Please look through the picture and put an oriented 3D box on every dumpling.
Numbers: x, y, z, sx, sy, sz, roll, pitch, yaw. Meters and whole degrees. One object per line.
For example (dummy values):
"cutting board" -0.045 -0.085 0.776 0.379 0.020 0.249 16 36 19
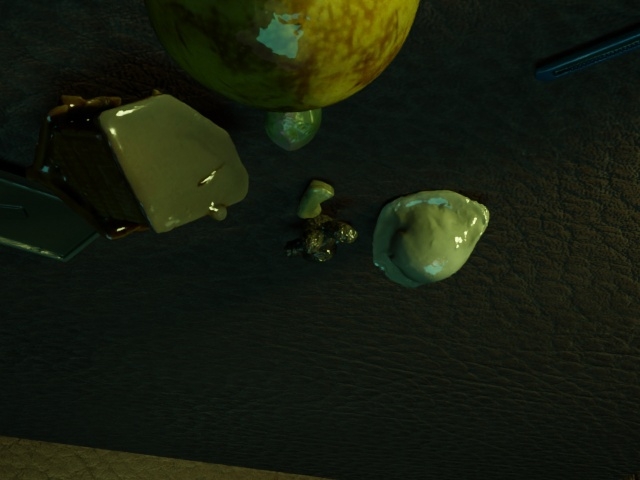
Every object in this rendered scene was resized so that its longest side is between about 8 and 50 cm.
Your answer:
"dumpling" 0.166 -0.011 1.567 0.155 0.181 0.111 40 180 -10

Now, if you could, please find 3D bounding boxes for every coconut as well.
"coconut" -0.036 -0.164 1.298 0.083 0.081 0.082 -52 138 -1

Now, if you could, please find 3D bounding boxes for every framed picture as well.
"framed picture" -0.507 -0.050 1.554 0.324 0.020 0.240 19 151 -29

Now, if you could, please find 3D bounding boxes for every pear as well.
"pear" -0.041 -0.255 0.925 0.281 0.280 0.280 0 152 0

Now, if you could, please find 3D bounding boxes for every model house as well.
"model house" -0.256 -0.110 1.331 0.229 0.199 0.219 9 121 40

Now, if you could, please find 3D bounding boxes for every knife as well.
"knife" 0.400 -0.248 1.192 0.297 0.026 0.044 -19 158 30

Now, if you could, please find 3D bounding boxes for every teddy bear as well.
"teddy bear" -0.003 -0.009 1.598 0.119 0.077 0.160 -19 171 -10

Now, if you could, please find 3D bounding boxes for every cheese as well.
"cheese" -0.008 -0.063 1.532 0.044 0.030 0.083 14 144 -11
